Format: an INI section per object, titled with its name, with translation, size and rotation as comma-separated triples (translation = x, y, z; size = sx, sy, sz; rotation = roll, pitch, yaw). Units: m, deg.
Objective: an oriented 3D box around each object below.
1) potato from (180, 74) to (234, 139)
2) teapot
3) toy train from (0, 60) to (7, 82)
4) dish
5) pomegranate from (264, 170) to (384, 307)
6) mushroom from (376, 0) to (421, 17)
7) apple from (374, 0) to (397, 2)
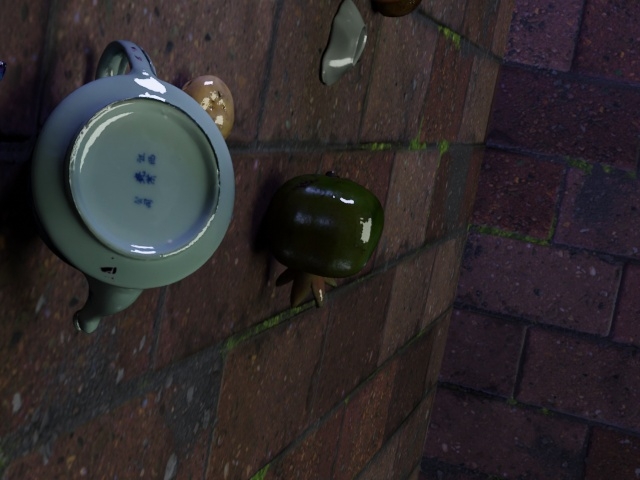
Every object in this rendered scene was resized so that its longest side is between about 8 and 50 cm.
[potato]
translation = -0.115, -0.125, 1.070
size = 0.068, 0.062, 0.083
rotation = -56, 180, -18
[teapot]
translation = -0.160, -0.044, 0.838
size = 0.159, 0.158, 0.232
rotation = 28, 65, -74
[toy train]
translation = -0.235, -0.090, 0.725
size = 0.017, 0.017, 0.083
rotation = 60, 44, -58
[dish]
translation = 0.039, -0.274, 1.527
size = 0.091, 0.039, 0.137
rotation = 80, 26, -56
[pomegranate]
translation = 0.000, 0.000, 1.411
size = 0.191, 0.152, 0.131
rotation = 101, 3, -46
[mushroom]
translation = 0.127, -0.406, 1.691
size = 0.127, 0.087, 0.127
rotation = -57, 177, -5
[apple]
translation = 0.087, -0.392, 1.439
size = 0.146, 0.130, 0.146
rotation = 21, 90, -87
